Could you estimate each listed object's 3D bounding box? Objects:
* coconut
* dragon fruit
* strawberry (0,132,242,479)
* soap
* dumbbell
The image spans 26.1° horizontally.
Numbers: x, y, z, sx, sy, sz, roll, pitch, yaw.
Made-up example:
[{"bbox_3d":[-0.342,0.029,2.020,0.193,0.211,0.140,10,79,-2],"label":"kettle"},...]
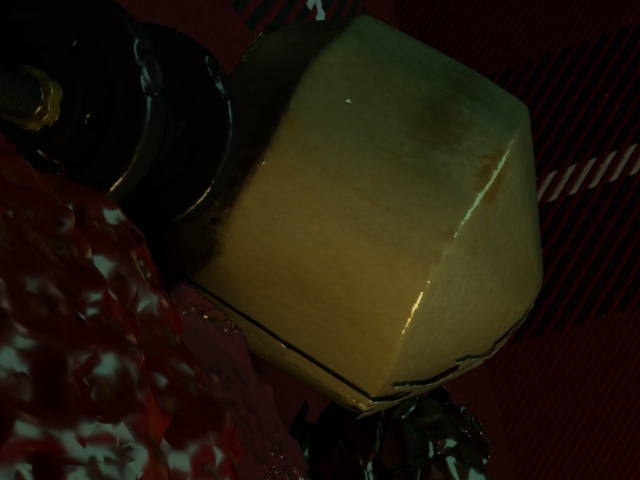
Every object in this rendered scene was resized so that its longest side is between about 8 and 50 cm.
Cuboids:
[{"bbox_3d":[0.032,-0.017,1.108,0.323,0.323,0.322,-18,90,-77],"label":"coconut"},{"bbox_3d":[0.055,0.203,1.177,0.182,0.189,0.182,-20,90,-87],"label":"dragon fruit"},{"bbox_3d":[-0.123,0.106,0.420,0.288,0.238,0.250,51,9,36],"label":"strawberry"},{"bbox_3d":[-0.099,0.125,0.825,0.289,0.112,0.182,47,30,-65],"label":"soap"},{"bbox_3d":[-0.139,-0.075,0.848,0.325,0.143,0.143,5,67,-76],"label":"dumbbell"}]
